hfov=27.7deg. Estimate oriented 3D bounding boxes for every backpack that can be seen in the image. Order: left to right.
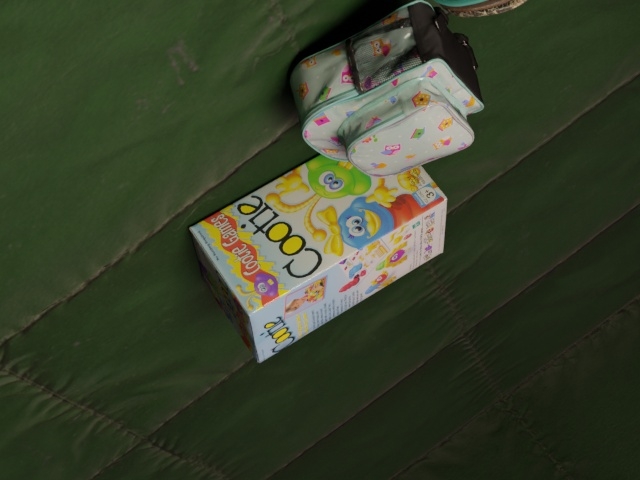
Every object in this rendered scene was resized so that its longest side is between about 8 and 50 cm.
[{"bbox_3d":[0.066,-0.150,1.387,0.188,0.144,0.166,-15,161,22],"label":"backpack"}]

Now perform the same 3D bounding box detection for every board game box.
[{"bbox_3d":[0.000,0.000,1.579,0.275,0.142,0.144,-30,154,-13],"label":"board game box"}]

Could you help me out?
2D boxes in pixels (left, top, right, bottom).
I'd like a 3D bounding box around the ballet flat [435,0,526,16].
[{"bbox_3d":[0.265,-0.356,1.173,0.182,0.164,0.483,-10,161,-26],"label":"ballet flat"}]
